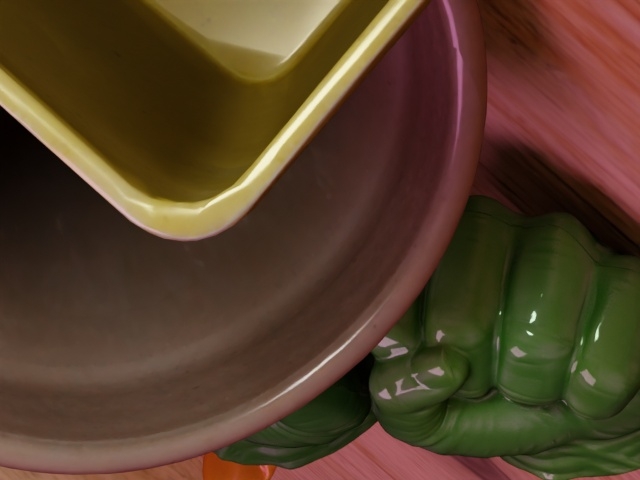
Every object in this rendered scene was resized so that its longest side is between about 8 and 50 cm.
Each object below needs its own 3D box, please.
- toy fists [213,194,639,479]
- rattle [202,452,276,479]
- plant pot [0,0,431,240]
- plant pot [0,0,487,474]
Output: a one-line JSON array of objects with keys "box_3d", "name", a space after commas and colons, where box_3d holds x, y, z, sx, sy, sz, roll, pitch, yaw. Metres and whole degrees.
[{"box_3d": [0.024, 0.047, 0.871, 0.279, 0.096, 0.142, 0, 146, 27], "name": "toy fists"}, {"box_3d": [-0.064, 0.066, 1.084, 0.130, 0.143, 0.199, 61, -165, 14], "name": "rattle"}, {"box_3d": [-0.027, -0.139, 0.428, 0.212, 0.212, 0.187, 41, 180, 4], "name": "plant pot"}, {"box_3d": [-0.095, -0.079, 0.762, 0.263, 0.263, 0.229, 49, -176, -29], "name": "plant pot"}]
